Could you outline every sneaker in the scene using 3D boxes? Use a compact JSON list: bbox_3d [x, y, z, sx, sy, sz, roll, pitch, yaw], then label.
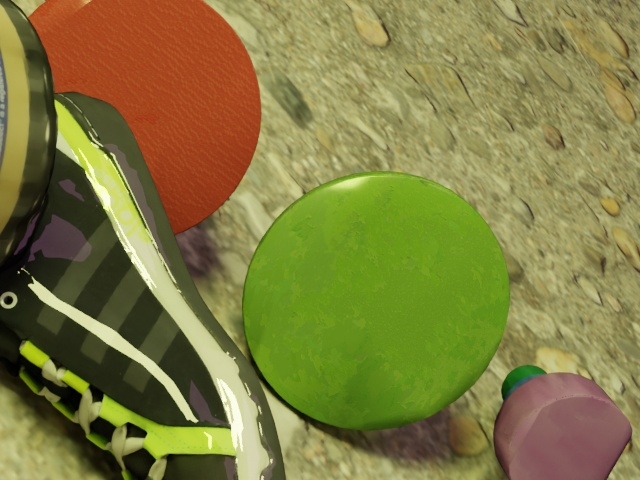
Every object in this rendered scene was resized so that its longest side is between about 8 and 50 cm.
[{"bbox_3d":[-0.098,0.045,0.667,0.097,0.084,0.234,-15,65,-30],"label":"sneaker"}]

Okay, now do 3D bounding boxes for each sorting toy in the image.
[{"bbox_3d":[0.000,0.000,0.823,0.365,0.127,0.126,37,8,-17],"label":"sorting toy"}]

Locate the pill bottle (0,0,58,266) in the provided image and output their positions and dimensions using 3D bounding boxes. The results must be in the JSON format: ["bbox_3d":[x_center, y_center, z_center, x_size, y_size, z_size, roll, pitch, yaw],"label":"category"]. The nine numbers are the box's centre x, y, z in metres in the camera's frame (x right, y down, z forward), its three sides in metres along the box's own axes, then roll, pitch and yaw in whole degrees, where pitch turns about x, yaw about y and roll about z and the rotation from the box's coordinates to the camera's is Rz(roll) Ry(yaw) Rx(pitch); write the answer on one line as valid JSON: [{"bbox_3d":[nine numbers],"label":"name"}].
[{"bbox_3d":[-0.207,-0.046,0.555,0.219,0.123,0.122,6,51,-50],"label":"pill bottle"}]
